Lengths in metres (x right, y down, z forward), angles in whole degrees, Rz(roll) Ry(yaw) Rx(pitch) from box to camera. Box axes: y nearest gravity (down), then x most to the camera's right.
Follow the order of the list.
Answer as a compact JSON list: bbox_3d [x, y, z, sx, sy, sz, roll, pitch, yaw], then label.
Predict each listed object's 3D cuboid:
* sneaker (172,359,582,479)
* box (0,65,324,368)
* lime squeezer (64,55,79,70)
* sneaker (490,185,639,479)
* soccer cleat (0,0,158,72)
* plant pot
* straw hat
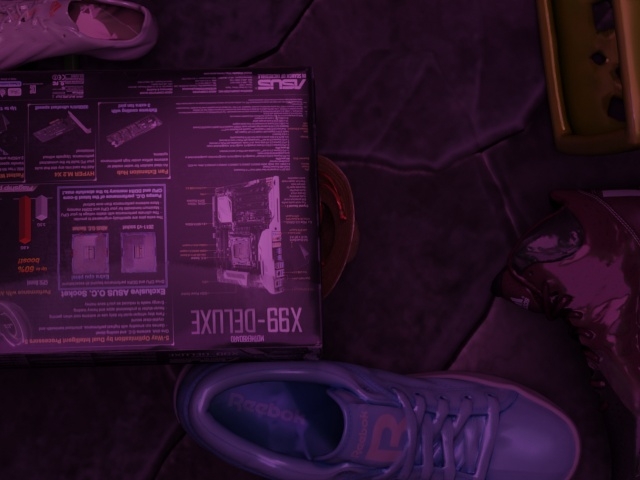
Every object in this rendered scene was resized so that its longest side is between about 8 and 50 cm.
[{"bbox_3d":[0.051,0.174,1.553,0.366,0.150,0.135,6,93,-3],"label":"sneaker"},{"bbox_3d":[-0.152,-0.019,1.503,0.307,0.076,0.242,-2,77,-4],"label":"box"},{"bbox_3d":[-0.257,-0.041,1.588,0.110,0.059,0.310,32,92,29],"label":"lime squeezer"},{"bbox_3d":[0.228,0.085,1.586,0.162,0.106,0.281,5,79,3],"label":"sneaker"},{"bbox_3d":[-0.236,-0.182,1.537,0.196,0.076,0.068,-3,76,-7],"label":"soccer cleat"},{"bbox_3d":[0.309,-0.196,1.515,0.207,0.228,0.227,-9,93,-9],"label":"plant pot"},{"bbox_3d":[0.000,0.000,1.584,0.061,0.144,0.144,11,93,-45],"label":"straw hat"}]
